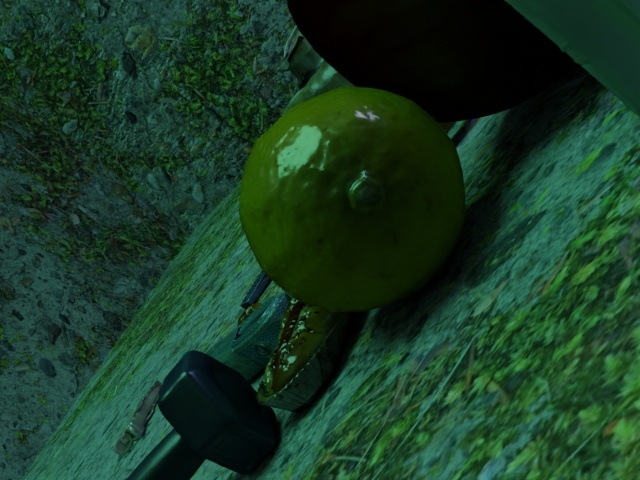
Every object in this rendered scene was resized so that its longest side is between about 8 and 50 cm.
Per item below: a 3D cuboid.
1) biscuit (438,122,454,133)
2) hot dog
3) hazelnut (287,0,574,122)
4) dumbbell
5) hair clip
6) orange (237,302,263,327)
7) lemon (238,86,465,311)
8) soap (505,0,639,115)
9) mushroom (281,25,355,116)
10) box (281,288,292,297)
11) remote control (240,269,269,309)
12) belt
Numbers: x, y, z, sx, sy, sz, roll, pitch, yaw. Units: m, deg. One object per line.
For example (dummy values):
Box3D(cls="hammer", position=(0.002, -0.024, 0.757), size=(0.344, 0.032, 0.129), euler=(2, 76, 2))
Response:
Box3D(cls="biscuit", position=(0.110, -0.093, 1.632), size=(0.334, 0.047, 0.202), euler=(-56, 9, -12))
Box3D(cls="hot dog", position=(-0.012, 0.113, 1.356), size=(0.131, 0.069, 0.252), euler=(-44, 13, 31))
Box3D(cls="hazelnut", position=(0.174, -0.322, 1.298), size=(0.421, 0.421, 0.353), euler=(156, 115, -69))
Box3D(cls="dumbbell", position=(-0.196, 0.288, 1.316), size=(0.316, 0.156, 0.143), euler=(-49, -20, 7))
Box3D(cls="hair clip", position=(-0.348, 0.339, 2.164), size=(0.072, 0.034, 0.226), euler=(-48, 9, 18))
Box3D(cls="orange", position=(-0.096, 0.131, 1.708), size=(0.086, 0.062, 0.086), euler=(-50, 7, 8))
Box3D(cls="lemon", position=(0.032, -0.042, 1.223), size=(0.245, 0.245, 0.320), euler=(-51, 3, -5))
Box3D(cls="soap", position=(0.229, -0.264, 1.015), size=(0.095, 0.289, 0.173), euler=(-45, 10, 40))
Box3D(cls="mushroom", position=(0.060, -0.300, 2.012), size=(0.352, 0.260, 0.352), euler=(-59, 10, 17))
Box3D(cls="box", position=(0.000, 0.000, 1.616), size=(0.109, 0.029, 0.198), euler=(-51, 8, 23))
Box3D(cls="remote control", position=(-0.100, 0.063, 2.102), size=(0.152, 0.027, 0.043), euler=(-56, 17, -23))
Box3D(cls="belt", position=(-0.120, 0.172, 1.638), size=(0.302, 0.072, 0.087), euler=(-39, 18, 42))
